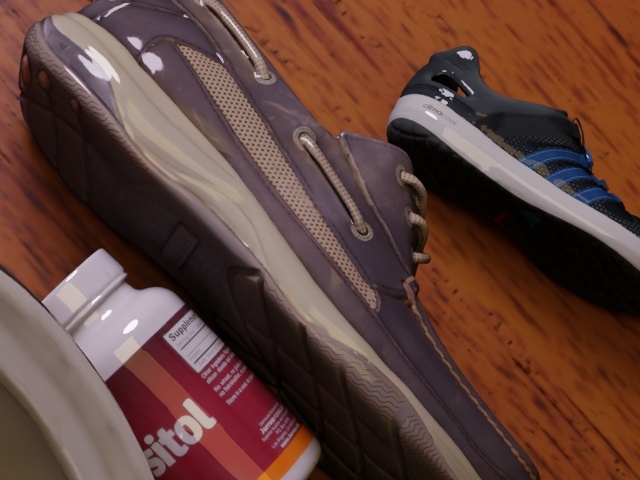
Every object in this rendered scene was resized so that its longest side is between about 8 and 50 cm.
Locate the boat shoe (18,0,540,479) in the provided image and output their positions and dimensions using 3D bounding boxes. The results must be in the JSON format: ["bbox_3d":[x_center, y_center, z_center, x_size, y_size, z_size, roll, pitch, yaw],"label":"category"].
[{"bbox_3d":[0.000,0.000,0.831,0.130,0.132,0.355,-42,93,-23],"label":"boat shoe"}]

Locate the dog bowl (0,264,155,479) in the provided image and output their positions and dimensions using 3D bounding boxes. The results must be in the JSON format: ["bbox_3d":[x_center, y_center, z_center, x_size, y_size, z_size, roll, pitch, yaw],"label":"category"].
[{"bbox_3d":[-0.243,0.181,0.615,0.408,0.150,0.407,21,61,-44],"label":"dog bowl"}]

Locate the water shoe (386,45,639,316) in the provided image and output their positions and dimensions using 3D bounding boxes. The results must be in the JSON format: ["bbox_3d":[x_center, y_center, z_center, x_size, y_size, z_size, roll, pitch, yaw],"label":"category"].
[{"bbox_3d":[0.136,-0.036,0.919,0.203,0.073,0.080,35,65,-8],"label":"water shoe"}]

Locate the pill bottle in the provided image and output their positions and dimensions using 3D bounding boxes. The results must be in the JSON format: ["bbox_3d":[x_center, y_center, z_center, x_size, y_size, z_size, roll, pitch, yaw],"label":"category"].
[{"bbox_3d":[-0.079,0.080,0.806,0.152,0.086,0.086,45,67,-2],"label":"pill bottle"}]
